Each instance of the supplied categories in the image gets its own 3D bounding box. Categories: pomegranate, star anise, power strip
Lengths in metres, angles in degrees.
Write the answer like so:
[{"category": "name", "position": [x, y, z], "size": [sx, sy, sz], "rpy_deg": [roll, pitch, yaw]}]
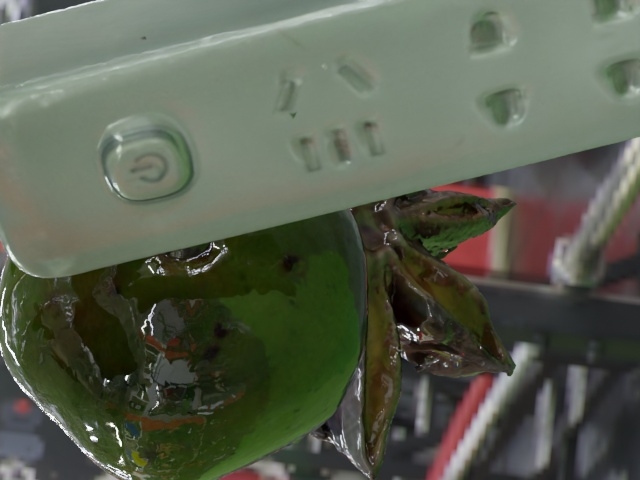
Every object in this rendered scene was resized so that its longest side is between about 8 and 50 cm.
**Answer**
[{"category": "pomegranate", "position": [-0.068, 0.042, 0.897], "size": [0.225, 0.187, 0.187], "rpy_deg": [101, 175, -60]}, {"category": "star anise", "position": [-0.001, -0.002, 1.213], "size": [0.117, 0.331, 0.332], "rpy_deg": [-25, 52, 48]}, {"category": "power strip", "position": [0.038, -0.068, 0.669], "size": [0.062, 0.385, 0.091], "rpy_deg": [-101, -3, -55]}]
